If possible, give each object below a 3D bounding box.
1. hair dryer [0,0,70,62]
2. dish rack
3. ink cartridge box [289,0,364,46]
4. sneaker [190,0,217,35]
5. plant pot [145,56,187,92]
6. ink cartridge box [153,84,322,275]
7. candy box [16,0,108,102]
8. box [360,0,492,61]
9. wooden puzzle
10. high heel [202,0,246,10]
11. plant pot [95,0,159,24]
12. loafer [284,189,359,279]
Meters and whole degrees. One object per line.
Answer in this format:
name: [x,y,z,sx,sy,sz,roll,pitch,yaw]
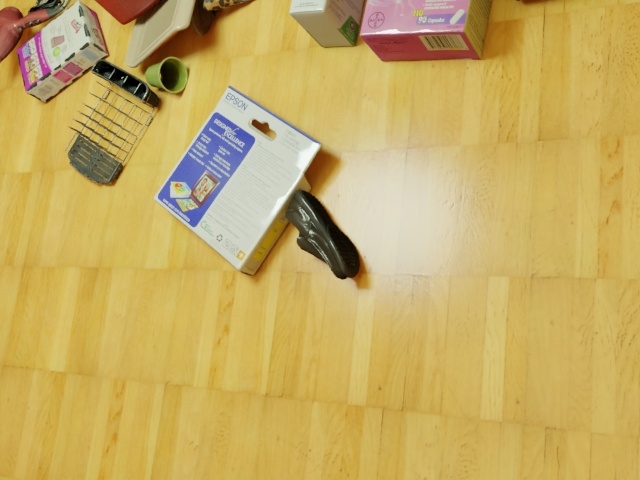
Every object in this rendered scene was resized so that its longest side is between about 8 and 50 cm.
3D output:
hair dryer: [-0.794,-0.590,1.979,0.293,0.080,0.224,-54,40,-7]
dish rack: [-0.520,-0.281,1.802,0.208,0.074,0.271,32,92,31]
ink cartridge box: [0.025,-0.530,1.541,0.087,0.153,0.208,6,78,30]
sneaker: [-0.259,-0.575,1.751,0.071,0.066,0.188,-1,76,26]
plant pot: [-0.371,-0.390,1.758,0.079,0.083,0.083,9,80,42]
ink cartridge box: [-0.171,-0.133,1.584,0.304,0.072,0.307,37,92,32]
candy box: [-0.677,-0.492,1.944,0.234,0.071,0.159,-30,63,18]
box: [0.216,-0.485,1.448,0.214,0.117,0.242,7,79,29]
wooden puzzle: [-0.366,-0.537,1.769,0.239,0.044,0.220,-18,56,42]
high heel: [-0.136,-0.560,1.663,0.261,0.093,0.186,-33,57,6]
plant pot: [-0.431,-0.709,1.724,0.236,0.267,0.267,-5,62,33]
loafer: [0.000,0.000,1.456,0.078,0.080,0.220,-46,55,21]
